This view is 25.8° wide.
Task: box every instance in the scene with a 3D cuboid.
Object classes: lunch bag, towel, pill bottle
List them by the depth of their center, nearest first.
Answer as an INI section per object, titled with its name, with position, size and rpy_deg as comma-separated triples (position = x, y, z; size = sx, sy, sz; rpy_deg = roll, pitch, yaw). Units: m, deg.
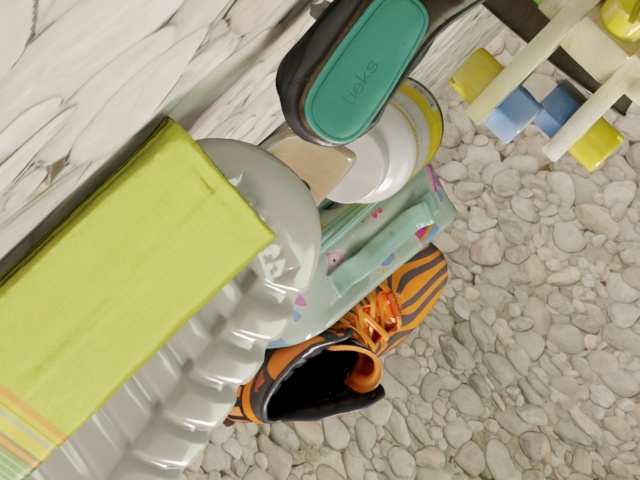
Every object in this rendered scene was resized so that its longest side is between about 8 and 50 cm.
[towel]
position = -0.133, 0.050, 0.691
size = 0.237, 0.021, 0.102
rpy_deg = -44, 135, -5
[pill bottle]
position = 0.049, -0.094, 1.327
size = 0.103, 0.103, 0.184
rpy_deg = -44, 179, 25
[lunch bag]
position = 0.000, 0.000, 1.476
size = 0.279, 0.108, 0.224
rpy_deg = -41, -161, -32

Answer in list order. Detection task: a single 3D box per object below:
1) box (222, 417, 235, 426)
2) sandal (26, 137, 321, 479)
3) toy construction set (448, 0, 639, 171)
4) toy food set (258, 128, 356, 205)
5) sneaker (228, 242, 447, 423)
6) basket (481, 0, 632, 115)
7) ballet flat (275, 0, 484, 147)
[box]
position = -0.094, 0.097, 1.667
size = 0.167, 0.168, 0.203
rpy_deg = -44, 180, -19
[sandal]
position = -0.161, 0.106, 0.799
size = 0.416, 0.169, 0.102
rpy_deg = -43, -147, 5
[toy construction set]
position = 0.233, -0.174, 0.768
size = 0.328, 0.151, 0.215
rpy_deg = -30, -174, 41
[toy food set]
position = -0.112, 0.050, 1.165
size = 0.306, 0.092, 0.220
rpy_deg = -44, 179, -27
[sneaker]
position = 0.044, 0.108, 1.498
size = 0.321, 0.124, 0.180
rpy_deg = -36, -162, -23
[basket]
position = 0.222, -0.233, 0.993
size = 0.227, 0.154, 0.204
rpy_deg = -51, -141, 16
[ballet flat]
position = 0.047, -0.138, 0.745
size = 0.203, 0.074, 0.074
rpy_deg = -50, 179, 1
